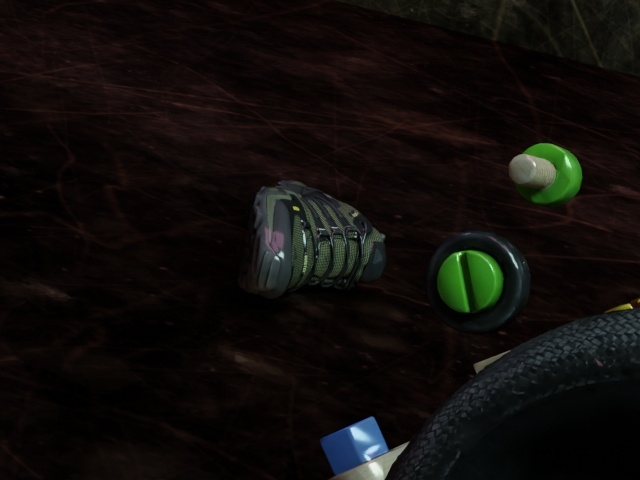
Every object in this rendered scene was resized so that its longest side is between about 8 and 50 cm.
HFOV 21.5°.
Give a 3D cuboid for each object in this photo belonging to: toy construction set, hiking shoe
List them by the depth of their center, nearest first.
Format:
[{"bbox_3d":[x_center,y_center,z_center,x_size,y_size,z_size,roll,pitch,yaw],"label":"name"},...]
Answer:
[{"bbox_3d":[0.180,0.140,1.001,0.309,0.257,0.237,44,14,17],"label":"toy construction set"},{"bbox_3d":[0.000,0.000,1.432,0.114,0.086,0.227,14,16,6],"label":"hiking shoe"}]

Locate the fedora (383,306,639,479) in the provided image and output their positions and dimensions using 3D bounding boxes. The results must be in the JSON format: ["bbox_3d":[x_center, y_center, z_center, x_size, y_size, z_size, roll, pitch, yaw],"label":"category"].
[{"bbox_3d":[0.180,0.198,0.774,0.334,0.334,0.152,23,-11,24],"label":"fedora"}]
